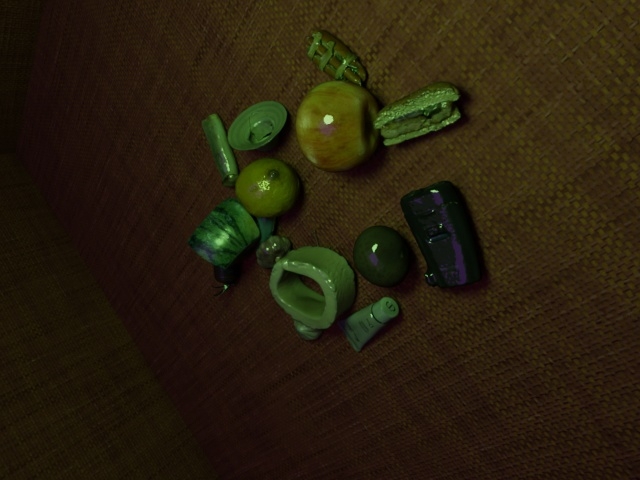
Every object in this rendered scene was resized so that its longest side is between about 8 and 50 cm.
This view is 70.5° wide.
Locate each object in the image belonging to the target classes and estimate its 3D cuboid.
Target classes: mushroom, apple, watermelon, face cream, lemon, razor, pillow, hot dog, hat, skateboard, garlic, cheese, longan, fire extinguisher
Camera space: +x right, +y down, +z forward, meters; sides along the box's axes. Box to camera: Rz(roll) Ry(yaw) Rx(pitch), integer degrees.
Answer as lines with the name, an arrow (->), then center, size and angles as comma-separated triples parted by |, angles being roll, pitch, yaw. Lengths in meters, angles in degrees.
mushroom -> -0.413, -0.374, 1.904 | 0.100, 0.081, 0.311 | -19, 90, 37
apple -> 0.061, -0.357, 1.417 | 0.233, 0.286, 0.285 | 12, 113, 35
watermelon -> -0.388, -0.008, 1.863 | 0.213, 0.262, 0.201 | 42, 164, 12
face cream -> 0.177, 0.308, 1.700 | 0.143, 0.089, 0.314 | 53, 141, 11
lemon -> -0.204, -0.196, 1.703 | 0.254, 0.229, 0.228 | -4, 104, 42
razor -> 0.374, -0.013, 1.399 | 0.189, 0.107, 0.326 | -16, 97, 40
pillow -> -0.281, -0.100, 1.889 | 0.234, 0.086, 0.213 | 26, 116, 28
hot dog -> 0.050, -0.583, 1.468 | 0.269, 0.072, 0.109 | 46, 131, 17
hat -> -0.216, -0.399, 1.709 | 0.252, 0.251, 0.110 | 16, 158, 33
skateboard -> 0.000, 0.000, 1.751 | 0.064, 0.032, 0.083 | -12, 101, 30
garlic -> -0.187, 0.055, 1.845 | 0.159, 0.147, 0.102 | -44, 37, 13
cheese -> -0.038, 0.169, 1.744 | 0.333, 0.153, 0.292 | 17, 124, 30
longan -> 0.205, 0.054, 1.510 | 0.212, 0.198, 0.198 | 52, 130, 1
fire extinguisher -> -0.440, 0.087, 2.057 | 0.114, 0.136, 0.336 | 32, 128, 55

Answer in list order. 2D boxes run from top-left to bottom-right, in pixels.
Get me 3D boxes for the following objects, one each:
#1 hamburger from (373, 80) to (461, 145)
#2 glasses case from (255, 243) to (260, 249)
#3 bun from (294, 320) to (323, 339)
hamburger -> 0.287, -0.384, 1.319 | 0.262, 0.130, 0.124 | -12, 133, 35
glasses case -> -0.285, 0.001, 1.961 | 0.164, 0.041, 0.063 | 25, 114, 29
bun -> -0.061, 0.360, 1.889 | 0.138, 0.094, 0.138 | 17, 120, 33
